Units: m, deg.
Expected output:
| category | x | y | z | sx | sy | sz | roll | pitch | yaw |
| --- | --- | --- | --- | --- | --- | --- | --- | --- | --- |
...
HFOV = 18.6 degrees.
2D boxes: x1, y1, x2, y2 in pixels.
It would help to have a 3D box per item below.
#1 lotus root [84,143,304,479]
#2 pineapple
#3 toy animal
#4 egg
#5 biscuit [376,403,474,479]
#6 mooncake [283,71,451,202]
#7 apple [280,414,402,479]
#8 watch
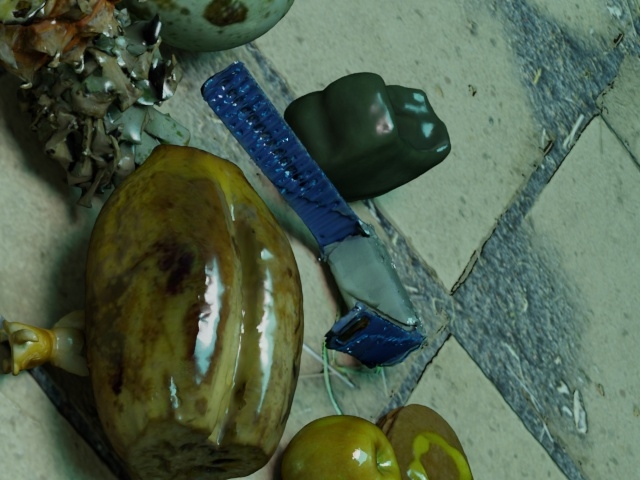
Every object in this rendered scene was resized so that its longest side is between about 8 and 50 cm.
| category | x | y | z | sx | sy | sz | roll | pitch | yaw |
| --- | --- | --- | --- | --- | --- | --- | --- | --- | --- |
| lotus root | -0.103 | 0.059 | 1.642 | 0.193 | 0.193 | 0.291 | 17 | 60 | -41 |
| pineapple | -0.216 | -0.157 | 1.682 | 0.262 | 0.262 | 0.271 | -75 | 148 | -41 |
| toy animal | -0.221 | 0.084 | 1.611 | 0.083 | 0.081 | 0.060 | -3 | 66 | -27 |
| egg | -0.114 | -0.263 | 1.858 | 0.231 | 0.169 | 0.169 | -17 | 80 | -55 |
| biscuit | 0.156 | 0.303 | 1.908 | 0.277 | 0.052 | 0.262 | 28 | 49 | -35 |
| mooncake | 0.048 | -0.107 | 1.949 | 0.168 | 0.175 | 0.104 | -12 | 76 | -7 |
| apple | 0.022 | 0.214 | 1.773 | 0.114 | 0.102 | 0.099 | 56 | 37 | -9 |
| watch | -0.003 | -0.009 | 1.835 | 0.276 | 0.068 | 0.274 | 64 | 12 | 17 |
